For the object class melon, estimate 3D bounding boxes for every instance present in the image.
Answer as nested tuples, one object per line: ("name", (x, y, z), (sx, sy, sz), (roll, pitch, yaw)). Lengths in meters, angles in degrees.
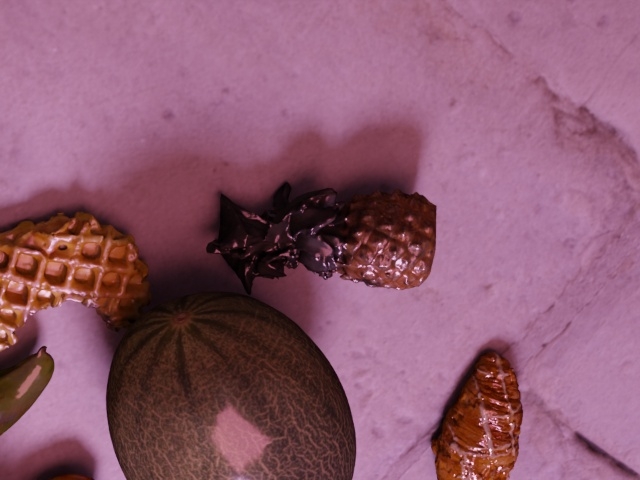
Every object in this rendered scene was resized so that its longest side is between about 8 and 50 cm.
("melon", (-0.089, 0.187, 1.348), (0.237, 0.237, 0.301), (-29, 126, -6))

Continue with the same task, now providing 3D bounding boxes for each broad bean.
("broad bean", (-0.393, 0.213, 1.348), (0.325, 0.067, 0.075), (-41, 110, 7))

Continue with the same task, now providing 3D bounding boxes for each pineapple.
("pineapple", (0.000, 0.000, 1.369), (0.237, 0.111, 0.119), (3, 84, -14))

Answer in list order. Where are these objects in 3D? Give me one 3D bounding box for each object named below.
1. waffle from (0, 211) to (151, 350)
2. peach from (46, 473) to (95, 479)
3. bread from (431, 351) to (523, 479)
("waffle", (-0.264, 0.050, 1.314), (0.194, 0.051, 0.149), (-19, 121, -12))
("peach", (-0.275, 0.290, 1.437), (0.098, 0.061, 0.098), (-28, 137, -30))
("bread", (0.192, 0.246, 1.598), (0.105, 0.076, 0.233), (-2, 116, -23))
